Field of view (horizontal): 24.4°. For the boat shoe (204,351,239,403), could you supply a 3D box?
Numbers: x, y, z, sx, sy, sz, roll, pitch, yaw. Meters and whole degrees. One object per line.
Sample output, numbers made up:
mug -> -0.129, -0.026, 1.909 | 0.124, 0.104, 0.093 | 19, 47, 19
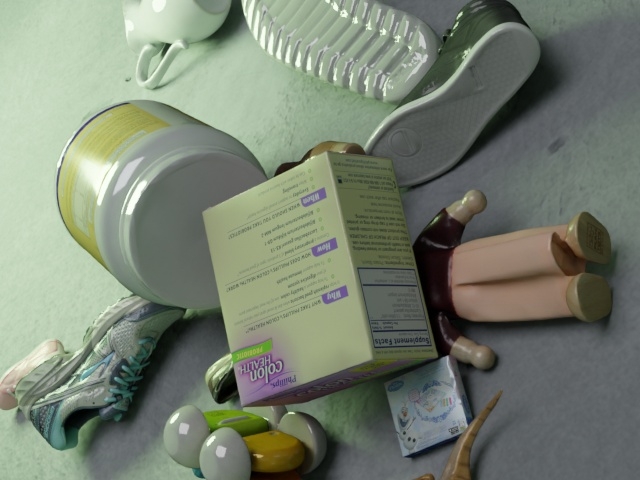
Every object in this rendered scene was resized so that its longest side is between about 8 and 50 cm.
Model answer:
boat shoe -> -0.085, 0.154, 1.891 | 0.152, 0.056, 0.049 | -45, 43, 23

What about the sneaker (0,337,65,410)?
sneaker -> -0.425, 0.208, 2.179 | 0.134, 0.051, 0.070 | -45, 34, 2

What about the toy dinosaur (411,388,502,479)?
toy dinosaur -> 0.140, 0.268, 1.586 | 0.112, 0.064, 0.211 | -2, 68, 23

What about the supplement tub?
supplement tub -> -0.205, -0.049, 1.974 | 0.241, 0.241, 0.331 | -54, 27, -3

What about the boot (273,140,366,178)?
boot -> 0.000, 0.000, 1.912 | 0.207, 0.090, 0.248 | -17, 70, 62

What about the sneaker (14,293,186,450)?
sneaker -> -0.282, 0.182, 2.042 | 0.283, 0.110, 0.122 | -40, 63, 10

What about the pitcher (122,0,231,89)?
pitcher -> -0.235, -0.347, 2.386 | 0.207, 0.125, 0.177 | -17, 70, 49

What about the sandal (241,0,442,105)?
sandal -> 0.029, -0.294, 2.096 | 0.416, 0.102, 0.169 | 42, 108, 39

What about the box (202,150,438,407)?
box -> -0.004, 0.048, 1.704 | 0.213, 0.117, 0.243 | -24, 72, 39

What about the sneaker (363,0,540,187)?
sneaker -> 0.164, -0.190, 1.887 | 0.296, 0.104, 0.147 | -44, 19, 27

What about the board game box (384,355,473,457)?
board game box -> 0.122, 0.187, 1.662 | 0.090, 0.020, 0.090 | -26, 66, 28

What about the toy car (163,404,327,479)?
toy car -> -0.090, 0.265, 1.756 | 0.182, 0.159, 0.136 | 21, 113, 50

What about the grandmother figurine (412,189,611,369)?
grandmother figurine -> 0.162, 0.043, 1.691 | 0.342, 0.104, 0.208 | -12, 59, 38
